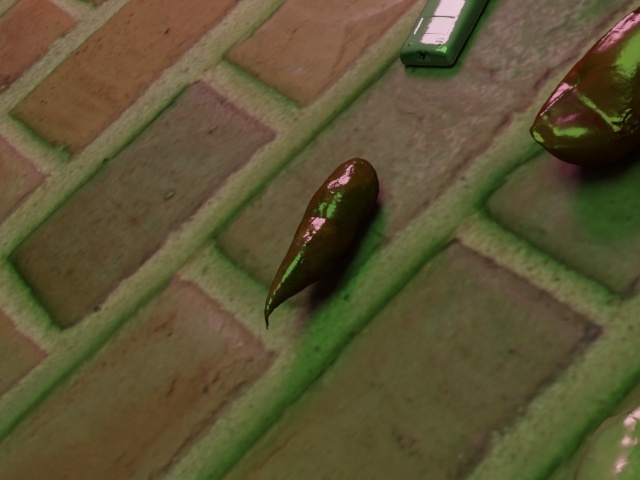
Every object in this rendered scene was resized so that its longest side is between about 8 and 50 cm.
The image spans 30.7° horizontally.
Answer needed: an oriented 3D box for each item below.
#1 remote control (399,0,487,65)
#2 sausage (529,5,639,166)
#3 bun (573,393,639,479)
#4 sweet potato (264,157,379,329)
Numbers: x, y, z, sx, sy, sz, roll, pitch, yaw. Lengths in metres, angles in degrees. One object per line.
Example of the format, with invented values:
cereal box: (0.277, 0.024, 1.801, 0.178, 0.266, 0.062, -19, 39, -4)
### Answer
remote control: (0.131, -0.238, 1.140, 0.061, 0.029, 0.162, 6, 57, 38)
sausage: (0.247, -0.124, 0.931, 0.179, 0.089, 0.089, -42, 42, -2)
bun: (0.267, 0.207, 0.505, 0.352, 0.227, 0.349, 21, 65, 40)
sweet potato: (0.000, 0.000, 0.989, 0.056, 0.056, 0.195, 2, 46, 34)
